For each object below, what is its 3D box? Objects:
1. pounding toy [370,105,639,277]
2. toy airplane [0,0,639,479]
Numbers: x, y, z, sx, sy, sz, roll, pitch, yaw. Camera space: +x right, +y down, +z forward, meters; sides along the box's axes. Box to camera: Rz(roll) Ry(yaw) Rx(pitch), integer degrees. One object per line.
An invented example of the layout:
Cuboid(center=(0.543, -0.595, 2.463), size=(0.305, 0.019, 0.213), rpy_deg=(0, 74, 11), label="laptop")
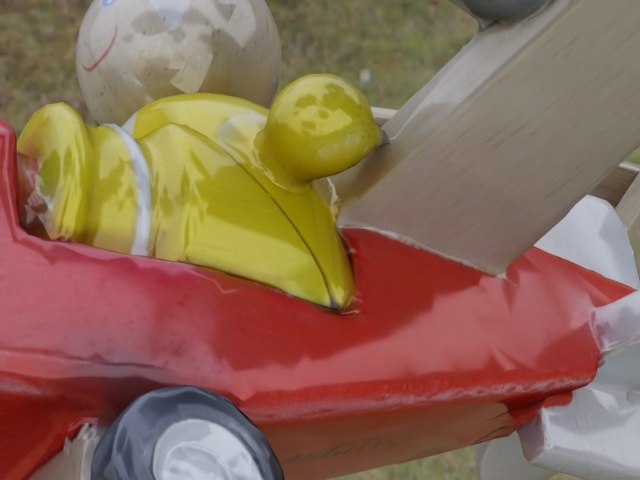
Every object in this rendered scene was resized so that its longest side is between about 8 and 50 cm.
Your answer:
Cuboid(center=(0.095, -0.013, 0.902), size=(0.181, 0.094, 0.206), rpy_deg=(15, 20, 16), label="pounding toy")
Cuboid(center=(0.000, 0.000, 0.634), size=(0.386, 0.384, 0.272), rpy_deg=(-25, 70, 0), label="toy airplane")
